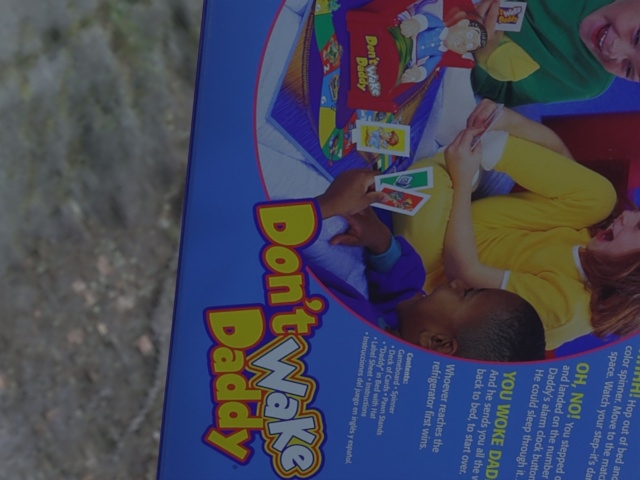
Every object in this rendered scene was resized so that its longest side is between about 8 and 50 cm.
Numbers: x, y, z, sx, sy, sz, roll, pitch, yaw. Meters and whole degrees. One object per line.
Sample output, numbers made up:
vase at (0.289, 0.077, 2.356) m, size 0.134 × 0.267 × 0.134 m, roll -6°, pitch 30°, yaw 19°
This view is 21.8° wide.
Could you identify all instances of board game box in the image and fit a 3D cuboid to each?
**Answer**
board game box at (0.063, 0.013, 0.628) m, size 0.078 × 0.233 × 0.347 m, roll -89°, pitch -174°, yaw -68°
